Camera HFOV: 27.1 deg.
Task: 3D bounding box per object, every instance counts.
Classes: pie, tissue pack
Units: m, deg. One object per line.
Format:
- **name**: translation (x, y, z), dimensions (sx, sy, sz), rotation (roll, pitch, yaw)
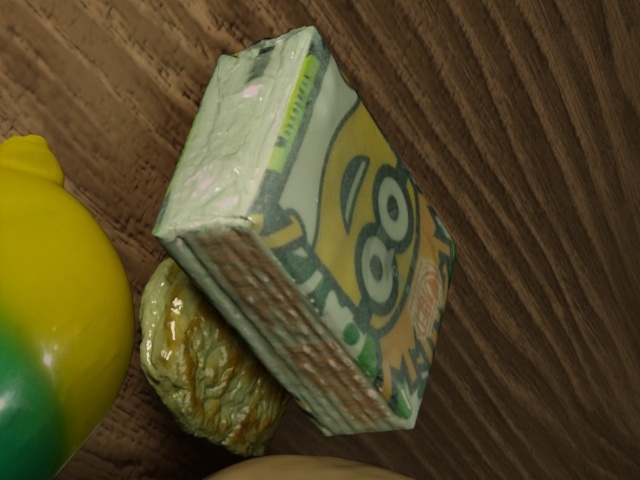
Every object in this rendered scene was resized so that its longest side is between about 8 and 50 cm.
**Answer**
- **pie**: translation (-0.087, 0.094, 1.240), dimensions (0.248, 0.090, 0.201), rotation (38, 59, -56)
- **tissue pack**: translation (0.000, 0.000, 1.193), dimensions (0.311, 0.128, 0.228), rotation (53, 41, -38)

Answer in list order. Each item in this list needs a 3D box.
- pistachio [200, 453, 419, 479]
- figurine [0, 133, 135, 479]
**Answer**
- **pistachio**: translation (-0.028, 0.353, 1.255), dimensions (0.365, 0.281, 0.445), rotation (-38, 154, 14)
- **figurine**: translation (-0.256, 0.084, 0.832), dimensions (0.340, 0.231, 0.324), rotation (-43, 121, -42)
